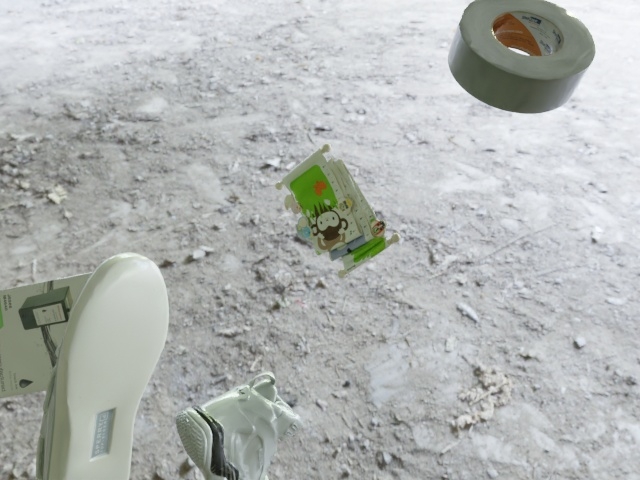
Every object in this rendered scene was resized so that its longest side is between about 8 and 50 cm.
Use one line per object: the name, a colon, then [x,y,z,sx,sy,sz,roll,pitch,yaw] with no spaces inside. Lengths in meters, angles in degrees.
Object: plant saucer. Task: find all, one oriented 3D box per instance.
plant saucer: [0.000,0.000,1.065,0.119,0.119,0.021,19,82,27]

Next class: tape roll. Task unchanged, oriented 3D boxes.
tape roll: [0.325,-0.310,0.866,0.219,0.072,0.219,2,57,-4]

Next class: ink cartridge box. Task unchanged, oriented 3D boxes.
ink cartridge box: [-0.485,0.173,0.995,0.273,0.198,0.115,-12,-5,8]

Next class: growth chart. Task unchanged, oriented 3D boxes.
growth chart: [0.020,-0.050,0.950,0.021,0.172,0.237,-17,69,-52]

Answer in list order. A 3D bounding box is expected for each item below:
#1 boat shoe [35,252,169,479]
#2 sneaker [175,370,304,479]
boat shoe: [-0.148,0.092,0.346,0.063,0.184,0.066,21,17,37]
sneaker: [-0.128,0.437,1.049,0.210,0.366,0.137,-29,26,-27]
